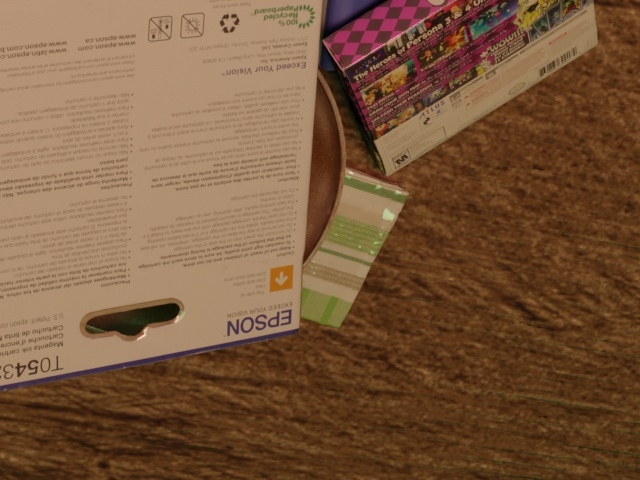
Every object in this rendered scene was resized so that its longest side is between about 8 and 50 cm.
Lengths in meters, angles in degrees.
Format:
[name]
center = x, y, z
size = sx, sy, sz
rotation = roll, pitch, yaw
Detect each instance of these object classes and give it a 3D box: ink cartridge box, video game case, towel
[ink cartridge box]
center = -0.160, -0.058, 1.510
size = 0.324, 0.071, 0.330
rotation = -9, 118, -29
[video game case]
center = 0.126, -0.169, 1.613
size = 0.232, 0.042, 0.210
rotation = -33, 155, -2
[towel]
center = 0.000, 0.000, 1.724
size = 0.113, 0.023, 0.152
rotation = 19, 109, -24

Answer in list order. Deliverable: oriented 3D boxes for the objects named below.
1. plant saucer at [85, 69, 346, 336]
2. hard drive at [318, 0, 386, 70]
[plant saucer]
center = -0.133, -0.064, 1.620
size = 0.311, 0.050, 0.310
rotation = -5, 114, -12
[hard drive]
center = 0.099, -0.287, 1.507
size = 0.210, 0.040, 0.318
rotation = -22, 147, -22
